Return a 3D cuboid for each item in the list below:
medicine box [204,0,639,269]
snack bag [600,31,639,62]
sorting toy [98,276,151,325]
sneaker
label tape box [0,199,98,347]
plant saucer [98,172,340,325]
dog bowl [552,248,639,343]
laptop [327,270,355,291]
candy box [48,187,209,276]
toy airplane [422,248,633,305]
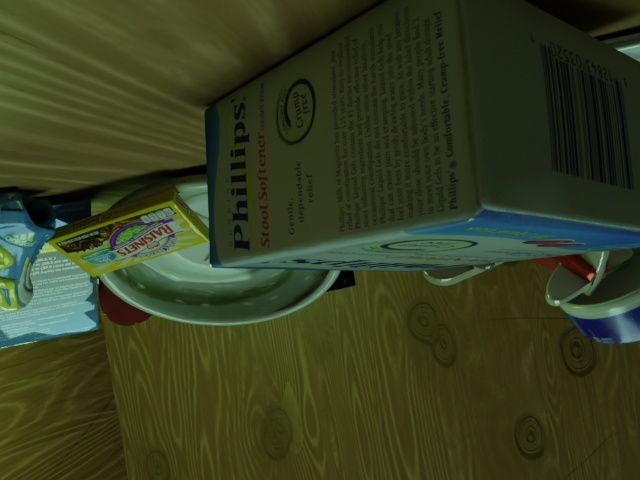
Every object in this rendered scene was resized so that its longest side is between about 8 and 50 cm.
[{"bbox_3d":[0.087,-0.058,0.511,0.263,0.149,0.289,3,170,-39],"label":"medicine box"},{"bbox_3d":[0.310,-0.170,0.684,0.342,0.037,0.323,-11,178,19],"label":"snack bag"},{"bbox_3d":[-0.290,0.016,1.188,0.126,0.127,0.365,13,-138,44],"label":"sorting toy"},{"bbox_3d":[-0.405,0.015,0.829,0.126,0.091,0.240,-21,156,-14],"label":"sneaker"},{"bbox_3d":[-0.490,0.033,0.979,0.240,0.106,0.334,-9,141,-26],"label":"label tape box"},{"bbox_3d":[-0.163,0.004,1.014,0.400,0.101,0.400,-3,143,-3],"label":"plant saucer"},{"bbox_3d":[0.599,0.075,1.209,0.265,0.104,0.265,-37,-165,12],"label":"dog bowl"},{"bbox_3d":[0.000,0.000,1.327,0.264,0.234,0.136,-8,178,-39],"label":"laptop"},{"bbox_3d":[-0.272,-0.007,0.881,0.205,0.027,0.105,-16,144,15],"label":"candy box"},{"bbox_3d":[0.410,-0.055,1.201,0.384,0.273,0.386,-4,-148,27],"label":"toy airplane"}]
